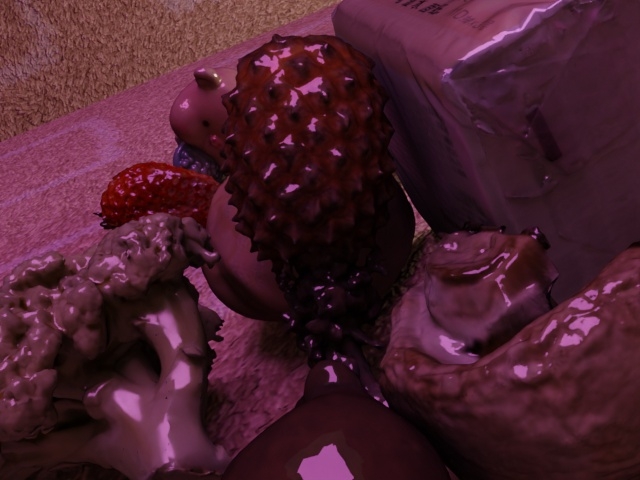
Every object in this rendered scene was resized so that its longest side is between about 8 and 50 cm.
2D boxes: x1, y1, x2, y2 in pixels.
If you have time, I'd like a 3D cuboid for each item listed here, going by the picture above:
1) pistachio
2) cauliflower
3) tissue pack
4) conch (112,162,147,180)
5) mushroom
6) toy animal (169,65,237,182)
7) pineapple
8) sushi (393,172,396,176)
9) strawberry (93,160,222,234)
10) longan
[{"bbox_3d":[-0.002,-0.016,0.924,0.226,0.207,0.332,40,33,12],"label":"pistachio"},{"bbox_3d":[-0.200,0.119,0.703,0.281,0.260,0.327,19,79,58],"label":"cauliflower"},{"bbox_3d":[0.189,-0.114,0.791,0.205,0.331,0.405,-31,25,1],"label":"tissue pack"},{"bbox_3d":[-0.246,-0.065,1.331,0.330,0.093,0.109,24,3,30],"label":"conch"},{"bbox_3d":[0.143,0.105,0.568,0.164,0.189,0.267,-42,23,-20],"label":"mushroom"},{"bbox_3d":[-0.182,-0.223,1.475,0.229,0.210,0.221,-50,19,25],"label":"toy animal"},{"bbox_3d":[0.000,0.000,0.699,0.175,0.361,0.175,-7,-13,-2],"label":"pineapple"},{"bbox_3d":[0.058,-0.176,1.261,0.274,0.139,0.184,12,37,39],"label":"sushi"},{"bbox_3d":[-0.247,-0.063,1.214,0.236,0.106,0.175,-25,62,2],"label":"strawberry"},{"bbox_3d":[0.005,0.181,0.519,0.185,0.159,0.204,-28,52,45],"label":"longan"}]
